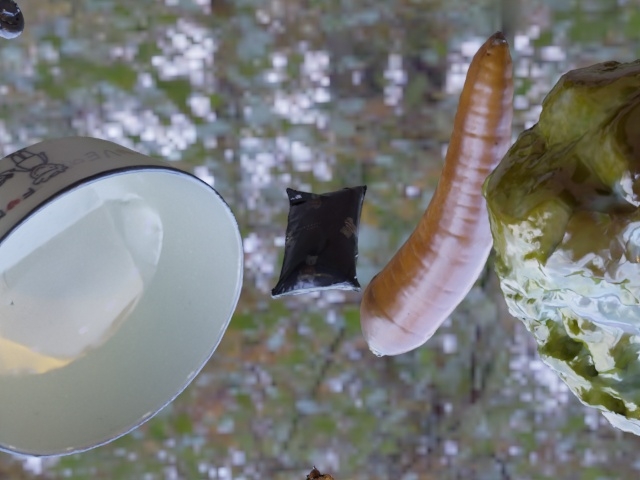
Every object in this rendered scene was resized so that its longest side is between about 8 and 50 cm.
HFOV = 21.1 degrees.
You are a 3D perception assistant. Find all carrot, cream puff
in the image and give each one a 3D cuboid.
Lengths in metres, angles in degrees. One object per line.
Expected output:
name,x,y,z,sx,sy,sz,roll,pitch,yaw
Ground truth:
carrot,0.092,-0.019,1.171,0.062,0.271,0.066,-5,-134,-35
cream puff,0.231,-0.013,1.028,0.282,0.282,0.185,-3,-149,-4

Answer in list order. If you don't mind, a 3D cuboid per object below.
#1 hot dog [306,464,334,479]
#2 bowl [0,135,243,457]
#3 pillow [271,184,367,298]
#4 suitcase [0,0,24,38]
hot dog,-0.011,0.326,2.027,0.041,0.133,0.056,23,-156,34
bowl,-0.183,0.025,1.217,0.237,0.238,0.126,-12,-144,-35
pillow,0.000,0.000,1.808,0.090,0.048,0.150,-18,-137,24
suitcase,-0.474,-0.246,1.587,0.345,0.339,0.188,-38,157,31
